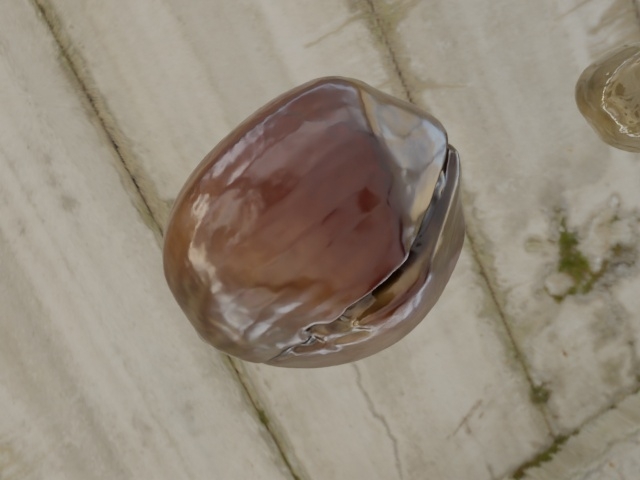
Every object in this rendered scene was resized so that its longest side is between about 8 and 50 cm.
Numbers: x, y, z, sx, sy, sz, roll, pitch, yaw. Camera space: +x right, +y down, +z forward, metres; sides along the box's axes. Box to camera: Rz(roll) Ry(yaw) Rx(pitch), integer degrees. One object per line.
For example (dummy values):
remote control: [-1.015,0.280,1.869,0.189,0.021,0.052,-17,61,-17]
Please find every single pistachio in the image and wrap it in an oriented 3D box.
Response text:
pistachio: [0.374,-0.164,0.925,0.225,0.135,0.136,-13,-76,-35]

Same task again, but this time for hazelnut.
hazelnut: [0.001,0.002,0.573,0.212,0.181,0.181,41,-116,-44]
